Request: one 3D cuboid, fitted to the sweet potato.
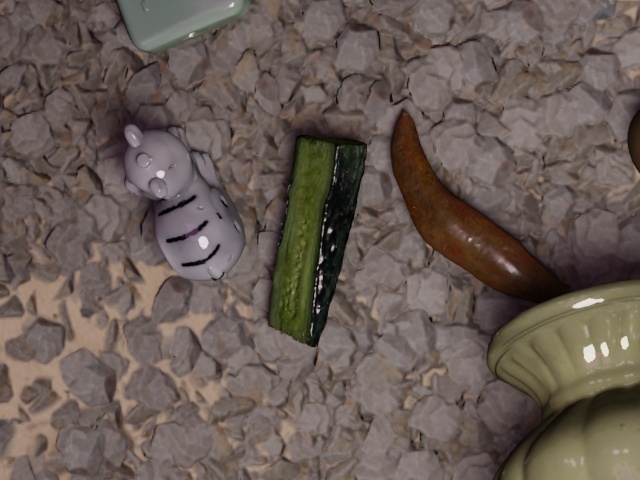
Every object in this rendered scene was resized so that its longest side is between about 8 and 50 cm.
[{"bbox_3d":[0.142,-0.017,1.851,0.078,0.058,0.255,-41,76,-7],"label":"sweet potato"}]

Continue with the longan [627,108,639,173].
[{"bbox_3d":[0.352,-0.096,1.783,0.113,0.092,0.113,0,46,0],"label":"longan"}]

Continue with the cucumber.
[{"bbox_3d":[0.001,0.000,1.887,0.078,0.062,0.211,15,99,48],"label":"cucumber"}]

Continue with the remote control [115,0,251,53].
[{"bbox_3d":[-0.181,-0.352,1.940,0.140,0.056,0.296,-22,82,11],"label":"remote control"}]

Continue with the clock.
[{"bbox_3d":[-0.145,-0.038,1.891,0.080,0.117,0.176,-28,83,12],"label":"clock"}]

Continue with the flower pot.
[{"bbox_3d":[0.286,0.186,1.699,0.307,0.307,0.244,-17,67,13],"label":"flower pot"}]
